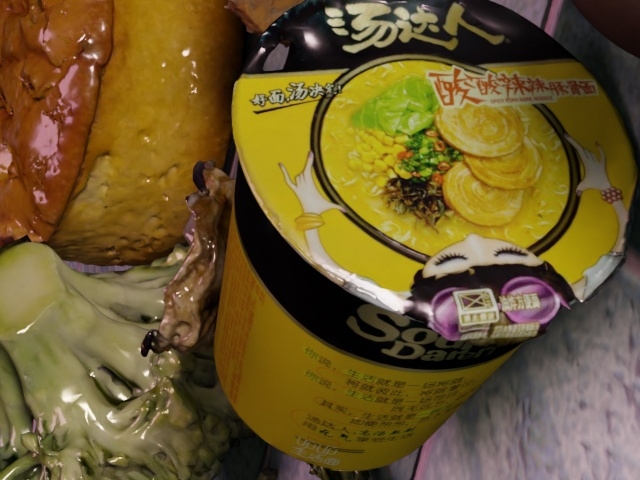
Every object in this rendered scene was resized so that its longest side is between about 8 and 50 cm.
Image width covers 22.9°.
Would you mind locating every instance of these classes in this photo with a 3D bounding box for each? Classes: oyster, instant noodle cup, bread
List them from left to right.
[{"bbox_3d":[-0.220,-0.147,1.527,0.398,0.215,0.398,-173,90,-68],"label":"bread"},{"bbox_3d":[-0.071,0.011,1.084,0.345,0.078,0.129,-99,17,-89],"label":"oyster"},{"bbox_3d":[0.036,0.012,0.863,0.236,0.215,0.215,111,157,-53],"label":"instant noodle cup"}]

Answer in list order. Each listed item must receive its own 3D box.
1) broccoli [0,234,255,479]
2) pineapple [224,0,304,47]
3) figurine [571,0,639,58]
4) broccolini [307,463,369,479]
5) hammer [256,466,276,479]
[{"bbox_3d":[-0.167,0.101,1.234,0.288,0.248,0.245,-101,-14,-46],"label":"broccoli"},{"bbox_3d":[-0.032,-0.244,1.225,0.251,0.125,0.125,-102,28,-54],"label":"pineapple"},{"bbox_3d":[0.163,-0.169,0.643,0.158,0.161,0.275,-25,62,41],"label":"figurine"},{"bbox_3d":[0.037,0.174,1.002,0.239,0.051,0.054,46,120,55],"label":"broccolini"},{"bbox_3d":[-0.071,0.258,1.266,0.195,0.028,0.060,-66,34,33],"label":"hammer"}]
